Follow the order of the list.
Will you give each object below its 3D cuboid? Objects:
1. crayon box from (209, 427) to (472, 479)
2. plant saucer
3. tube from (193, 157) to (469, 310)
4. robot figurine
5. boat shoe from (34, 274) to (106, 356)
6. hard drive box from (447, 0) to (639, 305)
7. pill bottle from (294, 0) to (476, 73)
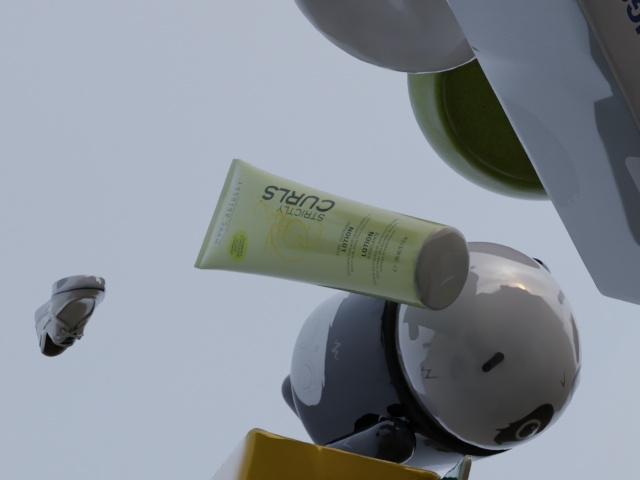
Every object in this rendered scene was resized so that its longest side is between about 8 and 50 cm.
[{"bbox_3d":[-0.028,0.197,0.727,0.081,0.318,0.202,15,-109,-7],"label":"crayon box"},{"bbox_3d":[0.195,-0.137,1.531,0.241,0.037,0.241,2,-64,5],"label":"plant saucer"},{"bbox_3d":[0.000,0.000,1.297,0.070,0.240,0.062,-36,-55,-34],"label":"tube"},{"bbox_3d":[0.088,0.105,1.424,0.173,0.209,0.278,16,-25,-30],"label":"robot figurine"},{"bbox_3d":[-0.163,0.051,1.137,0.035,0.035,0.100,5,-22,-26],"label":"boat shoe"},{"bbox_3d":[0.185,-0.108,0.747,0.232,0.089,0.181,-42,-62,-20],"label":"hard drive box"},{"bbox_3d":[0.091,-0.252,1.174,0.278,0.162,0.162,-60,-32,-41],"label":"pill bottle"}]
